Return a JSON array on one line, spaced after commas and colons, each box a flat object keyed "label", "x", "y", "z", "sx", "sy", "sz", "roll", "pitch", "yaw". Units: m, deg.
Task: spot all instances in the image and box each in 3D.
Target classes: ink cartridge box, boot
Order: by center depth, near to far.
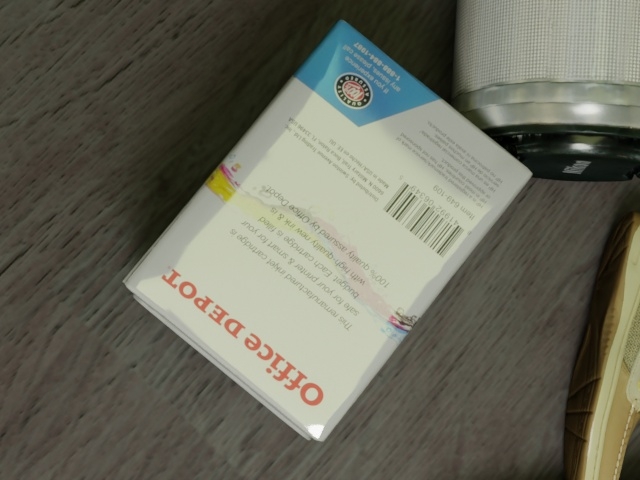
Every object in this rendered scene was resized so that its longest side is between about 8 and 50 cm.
[{"label": "ink cartridge box", "x": 0.000, "y": 0.000, "z": 1.107, "sx": 0.198, "sy": 0.197, "sz": 0.270, "roll": 39, "pitch": 83, "yaw": 0}, {"label": "boot", "x": 0.331, "y": 0.124, "z": 1.173, "sx": 0.203, "sy": 0.095, "sz": 0.262, "roll": 16, "pitch": 80, "yaw": -4}]

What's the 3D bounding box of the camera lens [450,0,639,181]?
[{"label": "camera lens", "x": 0.224, "y": -0.196, "z": 1.131, "sx": 0.219, "sy": 0.219, "sz": 0.274, "roll": 4, "pitch": 84, "yaw": -4}]
